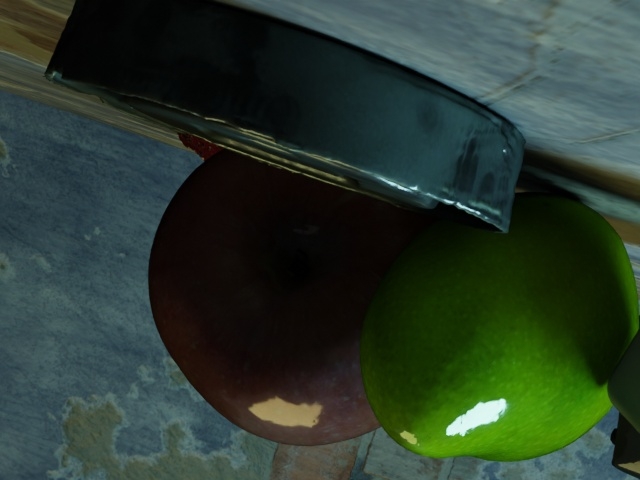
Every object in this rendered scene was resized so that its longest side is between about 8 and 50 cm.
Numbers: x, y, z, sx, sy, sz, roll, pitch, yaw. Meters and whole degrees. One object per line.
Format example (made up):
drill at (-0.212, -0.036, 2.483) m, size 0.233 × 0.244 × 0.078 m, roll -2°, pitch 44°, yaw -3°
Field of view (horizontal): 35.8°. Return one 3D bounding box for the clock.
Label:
clock at (-0.018, -0.072, 0.576) m, size 0.280 × 0.055 × 0.280 m, roll 19°, pitch -179°, yaw 0°

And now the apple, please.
apple at (-0.012, 0.047, 0.918) m, size 0.305 × 0.306 × 0.235 m, roll 18°, pitch 165°, yaw 17°

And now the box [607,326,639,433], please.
box at (0.270, 0.072, 0.638) m, size 0.124 × 0.172 × 0.093 m, roll 19°, pitch -164°, yaw -28°

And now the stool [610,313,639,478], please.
stool at (0.363, 0.130, 0.899) m, size 0.141 × 0.232 × 0.232 m, roll 16°, pitch 180°, yaw 32°

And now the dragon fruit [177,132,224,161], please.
dragon fruit at (-0.123, -0.128, 1.252) m, size 0.131 × 0.063 × 0.097 m, roll 19°, pitch 149°, yaw 47°

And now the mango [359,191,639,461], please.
mango at (0.130, 0.067, 0.706) m, size 0.156 × 0.192 × 0.343 m, roll -10°, pitch -176°, yaw 34°
